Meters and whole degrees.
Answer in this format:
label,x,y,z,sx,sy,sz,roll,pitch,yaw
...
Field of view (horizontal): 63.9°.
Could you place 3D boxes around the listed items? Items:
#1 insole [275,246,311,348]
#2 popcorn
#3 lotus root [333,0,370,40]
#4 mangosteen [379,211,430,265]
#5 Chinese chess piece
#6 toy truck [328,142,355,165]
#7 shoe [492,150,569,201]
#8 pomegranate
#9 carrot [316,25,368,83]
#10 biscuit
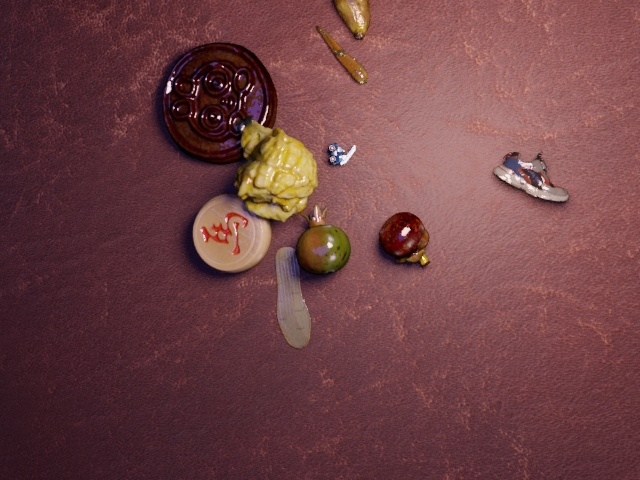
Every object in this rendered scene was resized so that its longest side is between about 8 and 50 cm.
label,x,y,z,sx,sy,sz,roll,pitch,yaw
insole,-0.097,0.194,1.733,0.118,0.009,0.349,-6,92,12
popcorn,-0.149,-0.202,1.603,0.292,0.237,0.293,-18,57,29
lotus root,0.107,-0.718,1.611,0.108,0.094,0.191,-15,98,33
mangosteen,0.272,-0.007,1.592,0.181,0.156,0.146,23,70,-18
Chinese chess piece,-0.296,-0.023,1.717,0.273,0.102,0.274,1,93,12
toy truck,0.070,-0.281,1.658,0.090,0.056,0.073,-6,96,-1
shoe,0.635,-0.197,1.517,0.227,0.099,0.126,27,100,13
pomegranate,0.000,0.000,1.629,0.181,0.181,0.224,-18,73,12
carrot,0.067,-0.599,1.649,0.049,0.049,0.254,-41,80,11
biscuit,-0.345,-0.459,1.714,0.407,0.091,0.408,1,93,12
